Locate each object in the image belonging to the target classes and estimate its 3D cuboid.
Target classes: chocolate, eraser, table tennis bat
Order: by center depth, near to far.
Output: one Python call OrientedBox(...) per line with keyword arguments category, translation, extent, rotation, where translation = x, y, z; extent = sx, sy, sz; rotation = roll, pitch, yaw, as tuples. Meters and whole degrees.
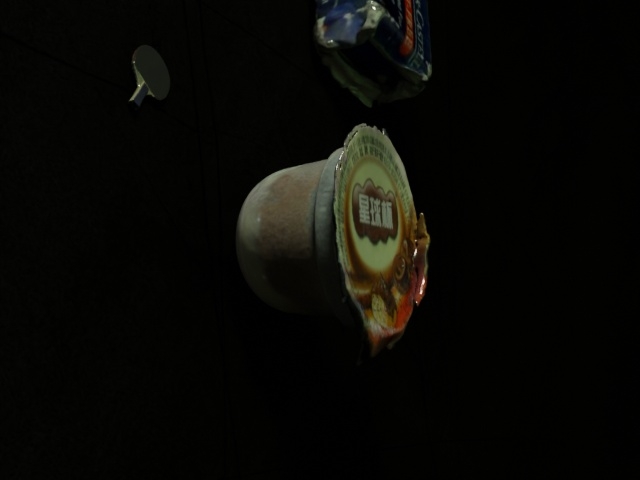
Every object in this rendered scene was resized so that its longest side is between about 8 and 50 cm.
OrientedBox(category="table tennis bat", translation=(-0.154, -0.141, 1.176), extent=(0.050, 0.007, 0.083), rotation=(57, 29, -28))
OrientedBox(category="chocolate", translation=(0.000, 0.008, 1.222), extent=(0.221, 0.147, 0.221), rotation=(34, 50, -54))
OrientedBox(category="eraser", translation=(0.060, -0.329, 1.597), extent=(0.155, 0.101, 0.332), rotation=(41, 41, -48))
